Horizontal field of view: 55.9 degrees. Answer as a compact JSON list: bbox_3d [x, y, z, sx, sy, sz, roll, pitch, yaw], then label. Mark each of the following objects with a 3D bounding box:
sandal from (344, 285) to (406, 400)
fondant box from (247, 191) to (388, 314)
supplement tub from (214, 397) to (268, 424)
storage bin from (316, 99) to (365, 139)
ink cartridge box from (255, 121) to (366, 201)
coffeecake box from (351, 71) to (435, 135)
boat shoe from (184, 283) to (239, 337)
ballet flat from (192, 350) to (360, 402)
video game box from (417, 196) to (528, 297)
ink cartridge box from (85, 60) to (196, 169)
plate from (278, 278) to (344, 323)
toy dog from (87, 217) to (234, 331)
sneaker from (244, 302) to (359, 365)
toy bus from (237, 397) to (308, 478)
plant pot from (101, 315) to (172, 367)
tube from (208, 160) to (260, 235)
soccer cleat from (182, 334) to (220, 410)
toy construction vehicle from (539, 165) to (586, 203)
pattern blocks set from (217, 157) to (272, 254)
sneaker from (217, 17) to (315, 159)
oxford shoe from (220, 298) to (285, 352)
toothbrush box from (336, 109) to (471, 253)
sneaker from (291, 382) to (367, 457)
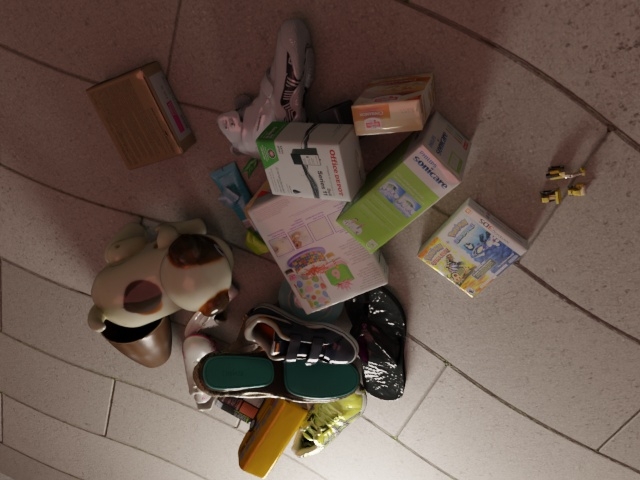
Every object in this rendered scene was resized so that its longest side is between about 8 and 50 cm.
[{"bbox_3d":[0.167,0.309,1.724,0.167,0.107,0.446,-1,122,22],"label":"sandal"},{"bbox_3d":[0.000,0.000,1.551,0.238,0.096,0.330,-23,108,16],"label":"fondant box"},{"bbox_3d":[-0.249,0.545,2.028,0.190,0.117,0.117,29,127,1],"label":"supplement tub"},{"bbox_3d":[0.041,-0.265,1.396,0.098,0.135,0.091,-13,105,29],"label":"storage bin"},{"bbox_3d":[-0.019,-0.175,1.332,0.208,0.087,0.153,7,132,28],"label":"ink cartridge box"},{"bbox_3d":[0.160,-0.294,1.291,0.142,0.185,0.068,-1,121,21],"label":"coffeecake box"},{"bbox_3d":[-0.336,0.229,1.869,0.096,0.098,0.277,35,125,-2],"label":"boat shoe"},{"bbox_3d":[-0.133,0.393,1.772,0.483,0.164,0.182,4,162,-15],"label":"ballet flat"},{"bbox_3d":[0.375,0.021,1.500,0.187,0.048,0.205,37,126,-2],"label":"video game box"},{"bbox_3d":[-0.464,-0.321,1.570,0.193,0.088,0.235,-11,116,25],"label":"ink cartridge box"},{"bbox_3d":[-0.026,0.165,1.705,0.188,0.024,0.188,0,99,2],"label":"plate"},{"bbox_3d":[-0.416,0.087,1.642,0.408,0.395,0.284,-10,105,33],"label":"toy dog"},{"bbox_3d":[-0.060,0.284,1.661,0.321,0.127,0.126,17,118,11],"label":"sneaker"},{"bbox_3d":[-0.137,0.573,1.911,0.108,0.130,0.333,29,98,-16],"label":"toy bus"},{"bbox_3d":[-0.570,0.307,1.963,0.215,0.215,0.230,7,139,16],"label":"plant pot"},{"bbox_3d":[-0.216,-0.108,1.640,0.080,0.052,0.207,-27,108,8],"label":"tube"},{"bbox_3d":[-0.377,0.434,1.947,0.116,0.143,0.331,-1,139,-2],"label":"soccer cleat"},{"bbox_3d":[0.542,-0.122,1.351,0.098,0.035,0.086,-3,120,22],"label":"toy construction vehicle"},{"bbox_3d":[-0.096,-0.074,1.598,0.285,0.026,0.325,-39,104,21],"label":"pattern blocks set"},{"bbox_3d":[-0.130,-0.333,1.404,0.210,0.137,0.366,10,127,11],"label":"sneaker"},{"bbox_3d":[-0.198,0.274,1.841,0.363,0.130,0.133,-33,99,24],"label":"oxford shoe"},{"bbox_3d":[0.190,-0.132,1.371,0.122,0.206,0.283,41,125,-8],"label":"toothbrush box"},{"bbox_3d":[0.026,0.565,1.902,0.145,0.147,0.385,37,127,19],"label":"sneaker"}]
